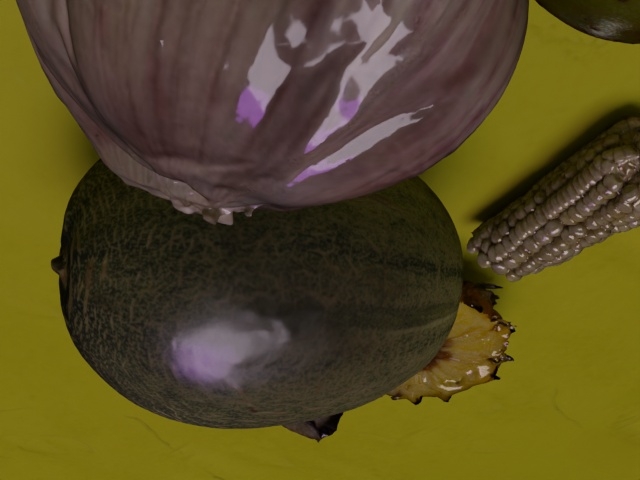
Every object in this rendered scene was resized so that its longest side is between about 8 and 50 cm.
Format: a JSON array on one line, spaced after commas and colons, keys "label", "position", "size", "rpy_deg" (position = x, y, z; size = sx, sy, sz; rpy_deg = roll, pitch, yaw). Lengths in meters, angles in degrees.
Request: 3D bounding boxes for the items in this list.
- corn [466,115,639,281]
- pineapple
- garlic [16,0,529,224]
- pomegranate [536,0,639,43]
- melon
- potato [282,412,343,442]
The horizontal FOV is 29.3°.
[{"label": "corn", "position": [0.223, -0.026, 1.065], "size": [0.087, 0.087, 0.211], "rpy_deg": [17, 142, -28]}, {"label": "pineapple", "position": [0.090, 0.087, 1.222], "size": [0.225, 0.076, 0.225], "rpy_deg": [-2, 143, -2]}, {"label": "garlic", "position": [-0.036, -0.139, 0.683], "size": [0.317, 0.317, 0.259], "rpy_deg": [18, 97, -29]}, {"label": "pomegranate", "position": [0.168, -0.211, 0.694], "size": [0.246, 0.198, 0.198], "rpy_deg": [6, 145, -8]}, {"label": "melon", "position": [-0.047, 0.026, 0.975], "size": [0.329, 0.248, 0.248], "rpy_deg": [3, 145, -14]}, {"label": "potato", "position": [-0.080, 0.074, 1.154], "size": [0.261, 0.120, 0.100], "rpy_deg": [38, 158, -5]}]
